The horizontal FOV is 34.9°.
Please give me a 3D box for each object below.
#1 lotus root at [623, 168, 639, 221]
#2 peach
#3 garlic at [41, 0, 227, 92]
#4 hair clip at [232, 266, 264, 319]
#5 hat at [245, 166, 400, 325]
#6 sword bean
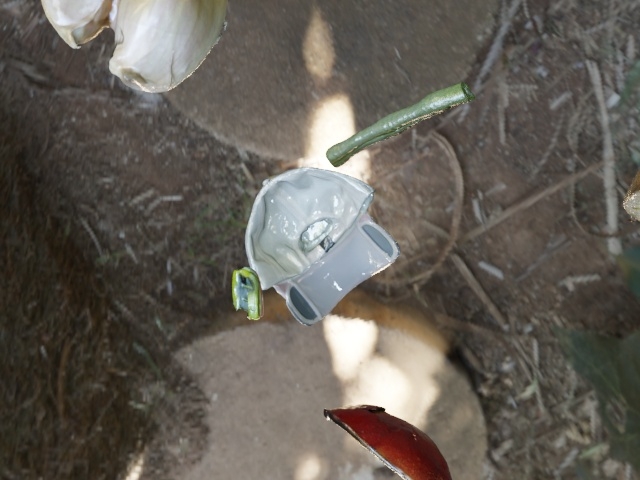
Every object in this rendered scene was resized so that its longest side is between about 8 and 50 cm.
[{"bbox_3d":[0.574,-0.059,1.626,0.170,0.074,0.261,16,162,17],"label":"lotus root"},{"bbox_3d":[0.118,0.298,1.453,0.068,0.279,0.189,-57,144,-2],"label":"peach"},{"bbox_3d":[-0.256,-0.384,1.436,0.286,0.249,0.313,8,109,-23],"label":"garlic"},{"bbox_3d":[-0.090,0.069,1.306,0.033,0.188,0.060,-2,96,-12],"label":"hair clip"},{"bbox_3d":[0.000,0.000,1.549,0.219,0.164,0.226,-38,155,2],"label":"hat"},{"bbox_3d":[0.109,-0.171,1.522,0.269,0.038,0.043,-24,138,36],"label":"sword bean"}]
